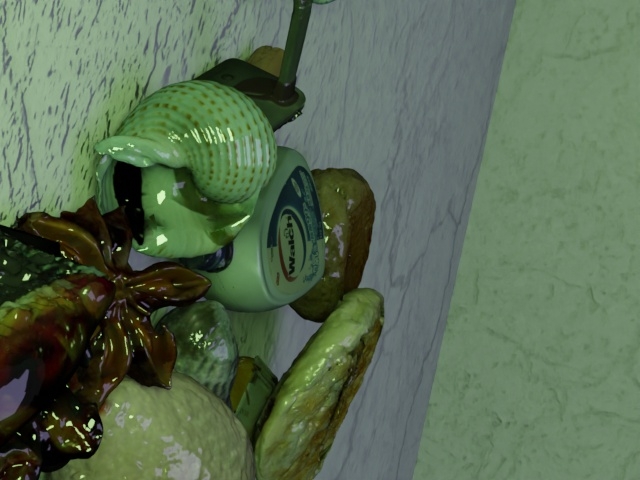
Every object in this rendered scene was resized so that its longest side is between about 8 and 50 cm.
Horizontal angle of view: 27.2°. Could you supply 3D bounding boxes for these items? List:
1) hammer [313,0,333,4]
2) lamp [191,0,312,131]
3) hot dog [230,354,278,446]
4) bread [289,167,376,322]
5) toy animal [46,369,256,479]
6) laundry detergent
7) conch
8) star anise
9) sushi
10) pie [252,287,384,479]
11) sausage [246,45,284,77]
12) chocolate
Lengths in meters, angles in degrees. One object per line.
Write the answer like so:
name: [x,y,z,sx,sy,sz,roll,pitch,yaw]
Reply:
hammer: [0.017,-0.405,1.753,0.194,0.069,0.116,-71,165,-46]
lamp: [-0.097,-0.236,1.400,0.203,0.124,0.283,-43,142,-46]
hot dog: [-0.133,0.282,1.772,0.163,0.081,0.270,85,25,-55]
bread: [0.000,0.000,1.911,0.230,0.123,0.230,11,90,-75]
toy animal: [-0.179,0.255,1.389,0.227,0.188,0.358,-61,148,-19]
laundry detergent: [-0.094,-0.018,1.597,0.280,0.105,0.215,-8,91,-66]
conch: [-0.145,-0.084,1.335,0.172,0.200,0.131,-66,-152,28]
star anise: [-0.213,0.051,1.226,0.220,0.125,0.190,43,67,-33]
sushi: [-0.261,0.095,0.943,0.227,0.212,0.216,18,86,-73]
pie: [0.005,0.208,1.839,0.339,0.077,0.339,-55,163,-26]
sausage: [-0.094,-0.133,1.528,0.301,0.065,0.066,-67,163,-53]
chocolate: [-0.151,0.174,1.575,0.110,0.110,0.248,-57,155,-48]
